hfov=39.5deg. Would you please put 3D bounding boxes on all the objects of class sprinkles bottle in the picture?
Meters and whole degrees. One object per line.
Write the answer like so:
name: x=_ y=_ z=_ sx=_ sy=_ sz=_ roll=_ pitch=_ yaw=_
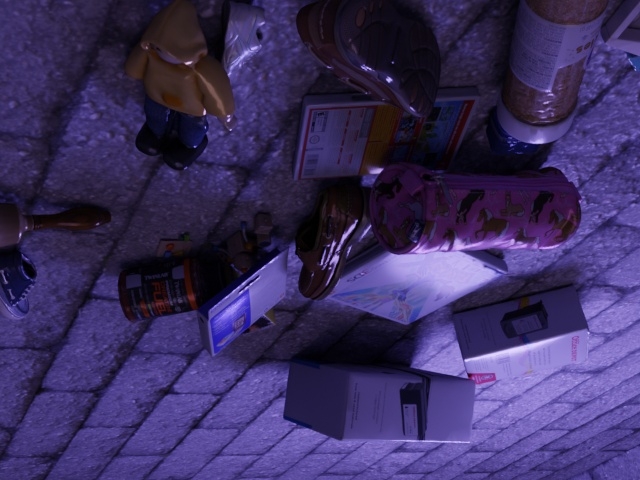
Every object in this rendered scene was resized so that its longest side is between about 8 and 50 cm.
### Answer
sprinkles bottle: x=0.331 y=-0.286 z=1.265 sx=0.121 sy=0.121 sz=0.355 roll=-10 pitch=150 yaw=-2

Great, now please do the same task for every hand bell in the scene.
hand bell: x=-0.469 y=-0.032 z=1.491 sx=0.242 sy=0.126 sz=0.126 roll=-6 pitch=153 yaw=-35

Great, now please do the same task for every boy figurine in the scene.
boy figurine: x=-0.191 y=-0.209 z=1.215 sx=0.177 sy=0.092 sz=0.285 roll=30 pitch=153 yaw=3

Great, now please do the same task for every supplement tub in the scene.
supplement tub: x=-0.285 y=0.091 z=1.729 sx=0.197 sy=0.106 sz=0.106 roll=-11 pitch=150 yaw=1

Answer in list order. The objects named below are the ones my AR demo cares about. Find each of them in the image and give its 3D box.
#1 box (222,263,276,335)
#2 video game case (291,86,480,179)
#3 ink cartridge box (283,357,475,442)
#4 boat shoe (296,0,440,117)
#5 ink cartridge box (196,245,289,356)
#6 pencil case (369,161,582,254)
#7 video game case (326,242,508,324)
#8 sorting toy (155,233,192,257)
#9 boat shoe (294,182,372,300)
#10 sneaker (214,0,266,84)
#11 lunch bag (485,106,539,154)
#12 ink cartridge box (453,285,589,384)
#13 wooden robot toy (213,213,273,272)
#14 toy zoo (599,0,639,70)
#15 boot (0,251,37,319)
box: x=-0.177 y=0.128 z=1.878 sx=0.087 sy=0.058 sz=0.232 roll=-19 pitch=149 yaw=13
video game case: x=0.102 y=-0.174 z=1.479 sx=0.285 sy=0.025 sz=0.204 roll=-4 pitch=150 yaw=-11
ink cartridge box: x=0.149 y=0.402 z=2.242 sx=0.394 sy=0.166 sz=0.285 roll=9 pitch=176 yaw=-31
boat shoe: x=0.076 y=-0.263 z=1.253 sx=0.116 sy=0.123 sz=0.324 roll=13 pitch=173 yaw=30
ink cartridge box: x=-0.148 y=0.108 z=1.724 sx=0.206 sy=0.045 sz=0.208 roll=-39 pitch=160 yaw=-24
pencil case: x=0.279 y=-0.057 z=1.576 sx=0.386 sy=0.160 sz=0.167 roll=-1 pitch=-171 yaw=-31
video game case: x=0.198 y=0.081 z=1.941 sx=0.300 sy=0.036 sz=0.329 roll=-32 pitch=144 yaw=33
sorting toy: x=-0.275 y=0.011 z=1.687 sx=0.062 sy=0.012 sz=0.083 roll=2 pitch=148 yaw=-21
boat shoe: x=0.000 y=0.000 z=1.681 sx=0.104 sy=0.111 sz=0.307 roll=6 pitch=137 yaw=-20
sneaker: x=-0.112 y=-0.264 z=1.228 sx=0.061 sy=0.054 sz=0.152 roll=-3 pitch=149 yaw=-19
lunch bag: x=0.332 y=-0.188 z=1.488 sx=0.098 sy=0.067 sz=0.065 roll=-6 pitch=151 yaw=-11
ink cartridge box: x=0.500 y=0.243 z=2.227 sx=0.306 sy=0.131 sz=0.226 roll=-15 pitch=150 yaw=6
wooden robot toy: x=-0.136 y=0.024 z=1.689 sx=0.076 sy=0.079 sz=0.173 roll=16 pitch=142 yaw=-38
toy zoo: x=0.547 y=-0.357 z=1.306 sx=0.192 sy=0.030 sz=0.293 roll=1 pitch=149 yaw=-20
boot: x=-0.564 y=0.088 z=1.667 sx=0.086 sy=0.069 sz=0.190 roll=-9 pitch=149 yaw=2
